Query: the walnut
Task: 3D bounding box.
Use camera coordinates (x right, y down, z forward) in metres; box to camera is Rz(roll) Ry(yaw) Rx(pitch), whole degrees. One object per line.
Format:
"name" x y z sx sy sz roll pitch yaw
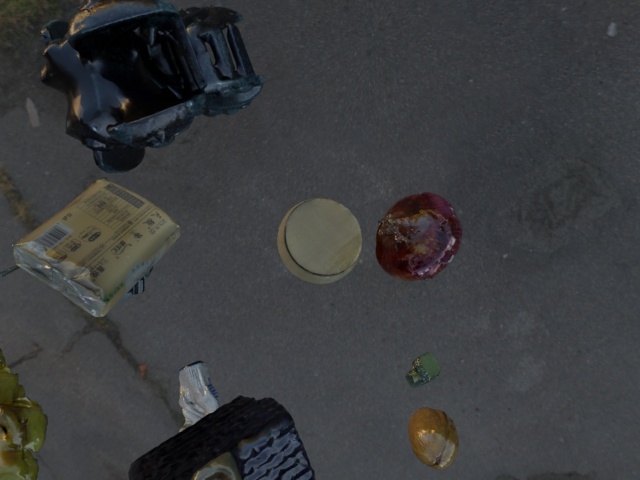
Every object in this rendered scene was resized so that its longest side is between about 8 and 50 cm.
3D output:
"walnut" 0.320 0.555 1.319 0.144 0.180 0.144 3 108 11

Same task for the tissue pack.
"tissue pack" -0.383 0.003 0.817 0.186 0.222 0.090 32 134 -3

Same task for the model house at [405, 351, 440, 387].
"model house" 0.245 0.326 1.148 0.083 0.079 0.066 -41 75 31

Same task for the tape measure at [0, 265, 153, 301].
"tape measure" -0.546 0.067 1.000 0.330 0.164 0.084 3 113 -12

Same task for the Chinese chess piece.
"Chinese chess piece" 0.000 0.000 1.336 0.250 0.103 0.249 3 76 -12

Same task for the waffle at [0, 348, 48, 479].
"waffle" -0.352 0.200 0.331 0.302 0.325 0.068 -34 151 -19

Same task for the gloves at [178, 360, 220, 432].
"gloves" -0.275 0.393 1.072 0.119 0.229 0.097 -33 144 26

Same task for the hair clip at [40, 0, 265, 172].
"hair clip" -0.204 -0.197 0.572 0.206 0.310 0.194 -11 110 15

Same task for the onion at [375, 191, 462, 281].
"onion" 0.219 -0.019 1.118 0.230 0.230 0.163 -36 135 19

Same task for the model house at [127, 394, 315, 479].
"model house" -0.086 0.359 0.556 0.298 0.243 0.284 50 152 26
